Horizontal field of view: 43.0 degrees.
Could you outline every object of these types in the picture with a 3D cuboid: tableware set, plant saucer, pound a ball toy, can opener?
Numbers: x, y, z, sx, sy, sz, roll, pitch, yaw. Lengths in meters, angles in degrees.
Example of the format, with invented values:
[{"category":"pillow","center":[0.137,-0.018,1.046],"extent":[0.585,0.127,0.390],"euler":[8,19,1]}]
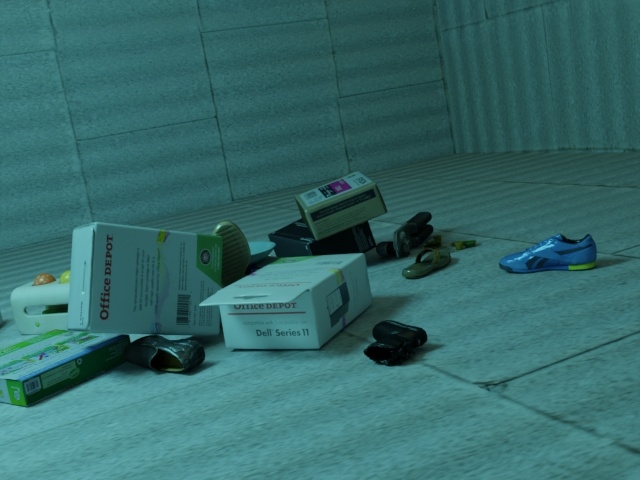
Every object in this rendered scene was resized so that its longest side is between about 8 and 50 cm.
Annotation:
[{"category":"tableware set","center":[0.337,0.005,2.149],"extent":[0.103,0.024,0.154],"euler":[-13,11,-22]},{"category":"plant saucer","center":[-0.205,0.041,2.042],"extent":[0.194,0.038,0.195],"euler":[-9,11,2]},{"category":"pound a ball toy","center":[-0.596,0.130,1.983],"extent":[0.319,0.136,0.208],"euler":[-5,11,21]},{"category":"can opener","center":[0.228,-0.017,2.212],"extent":[0.095,0.076,0.283],"euler":[-5,12,24]}]

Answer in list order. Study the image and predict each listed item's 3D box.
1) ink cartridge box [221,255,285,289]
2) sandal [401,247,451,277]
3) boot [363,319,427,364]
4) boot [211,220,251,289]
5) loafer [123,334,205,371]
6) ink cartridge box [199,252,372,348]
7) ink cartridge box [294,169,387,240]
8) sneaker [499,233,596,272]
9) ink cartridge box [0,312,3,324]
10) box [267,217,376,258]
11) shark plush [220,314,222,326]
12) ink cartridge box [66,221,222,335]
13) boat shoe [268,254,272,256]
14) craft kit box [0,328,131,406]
[{"category":"ink cartridge box","center":[-0.148,0.089,2.015],"extent":[0.165,0.065,0.332],"euler":[-16,14,-32]},{"category":"sandal","center":[0.252,0.046,1.928],"extent":[0.072,0.049,0.180],"euler":[-1,13,39]},{"category":"boot","center":[0.112,0.174,1.379],"extent":[0.121,0.045,0.099],"euler":[2,18,44]},{"category":"boot","center":[-0.209,0.025,1.807],"extent":[0.090,0.249,0.207],"euler":[-15,34,-9]},{"category":"loafer","center":[-0.298,0.211,1.494],"extent":[0.170,0.062,0.061],"euler":[-6,16,27]},{"category":"ink cartridge box","center":[-0.058,0.124,1.581],"extent":[0.207,0.119,0.353],"euler":[-4,11,25]},{"category":"ink cartridge box","center":[0.046,-0.095,2.088],"extent":[0.193,0.088,0.235],"euler":[-23,15,-4]},{"category":"sneaker","center":[0.488,0.024,1.757],"extent":[0.209,0.082,0.069],"euler":[-5,13,28]},{"category":"ink cartridge box","center":[-0.906,0.199,1.938],"extent":[0.196,0.114,0.273],"euler":[-10,9,-3]},{"category":"box","center":[0.000,0.000,2.174],"extent":[0.184,0.103,0.261],"euler":[-25,16,-22]},{"category":"shark plush","center":[-0.163,0.143,1.716],"extent":[0.161,0.067,0.073],"euler":[-13,11,-21]},{"category":"ink cartridge box","center":[-0.339,0.082,1.584],"extent":[0.278,0.202,0.117],"euler":[7,-9,-38]},{"category":"boat shoe","center":[-0.168,0.063,2.233],"extent":[0.137,0.049,0.043],"euler":[3,58,41]},{"category":"craft kit box","center":[-0.539,0.239,1.575],"extent":[0.246,0.061,0.249],"euler":[2,15,37]}]
